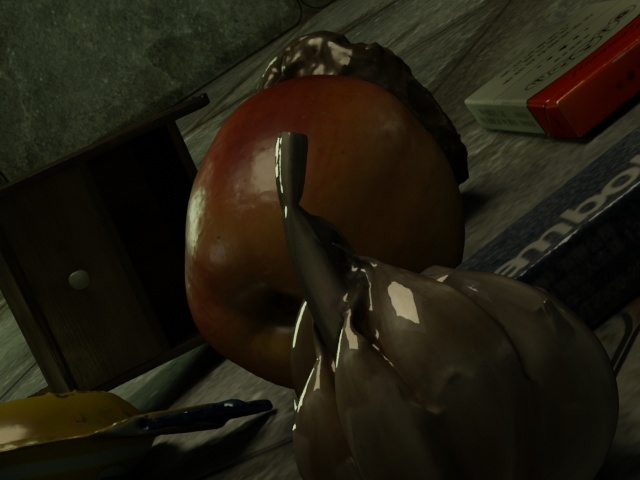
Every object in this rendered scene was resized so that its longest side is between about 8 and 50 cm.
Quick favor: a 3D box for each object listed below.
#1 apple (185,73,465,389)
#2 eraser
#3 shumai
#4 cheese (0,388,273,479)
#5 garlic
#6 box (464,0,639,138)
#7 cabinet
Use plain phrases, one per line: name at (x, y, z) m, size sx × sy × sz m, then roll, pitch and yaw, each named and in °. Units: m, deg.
apple at (0.000, 0.000, 0.954) m, size 0.199 × 0.199 × 0.199 m, roll -35°, pitch 11°, yaw 8°
eraser at (0.122, 0.013, 0.823) m, size 0.212 × 0.046 × 0.092 m, roll -38°, pitch 11°, yaw -2°
shumai at (-0.004, -0.038, 1.151) m, size 0.175 × 0.166 × 0.206 m, roll -52°, pitch -2°, yaw -29°
cheese at (-0.158, 0.133, 1.059) m, size 0.270 × 0.069 × 0.177 m, roll -18°, pitch -12°, yaw 33°
garlic at (0.033, 0.041, 0.645) m, size 0.127 × 0.194 × 0.131 m, roll -33°, pitch 2°, yaw -31°
box at (0.197, -0.131, 1.202) m, size 0.139 × 0.035 × 0.245 m, roll -38°, pitch 11°, yaw -6°
cabinet at (-0.162, 0.013, 1.255) m, size 0.215 × 0.175 × 0.148 m, roll -27°, pitch 7°, yaw -19°
